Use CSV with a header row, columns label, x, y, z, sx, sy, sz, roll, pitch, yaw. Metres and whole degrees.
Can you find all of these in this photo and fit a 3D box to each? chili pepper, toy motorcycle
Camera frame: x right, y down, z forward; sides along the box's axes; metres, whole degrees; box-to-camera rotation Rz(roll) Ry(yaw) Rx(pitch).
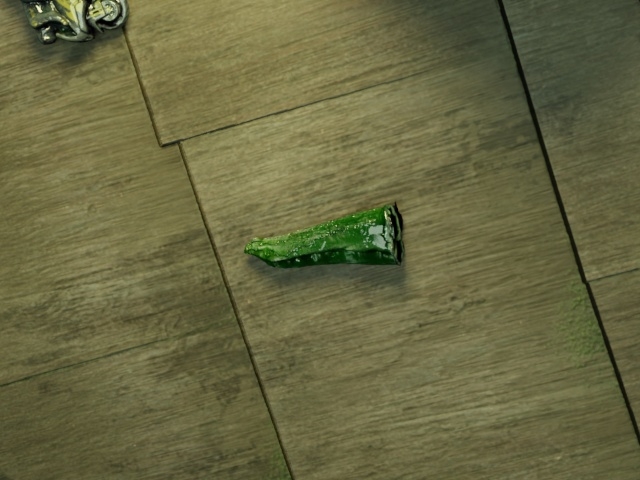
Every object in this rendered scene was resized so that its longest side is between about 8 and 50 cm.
label,x,y,z,sx,sy,sz,roll,pitch,yaw
chili pepper,0.000,0.000,1.937,0.226,0.059,0.088,-5,98,18
toy motorcycle,-0.362,-0.330,1.924,0.193,0.061,0.124,36,105,-4
